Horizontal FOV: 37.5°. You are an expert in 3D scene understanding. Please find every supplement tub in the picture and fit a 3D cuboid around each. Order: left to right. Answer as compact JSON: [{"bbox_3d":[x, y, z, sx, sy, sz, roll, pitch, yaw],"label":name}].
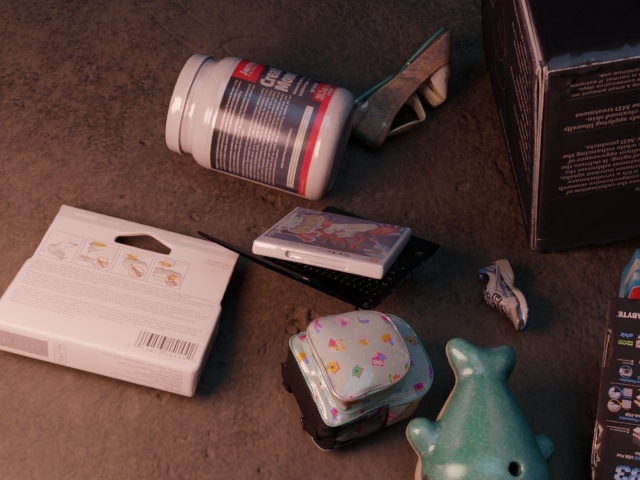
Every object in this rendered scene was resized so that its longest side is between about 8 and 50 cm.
[{"bbox_3d":[-0.095,-0.188,1.541,0.272,0.191,0.191,17,52,4],"label":"supplement tub"}]

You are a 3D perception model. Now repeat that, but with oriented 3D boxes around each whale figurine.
[{"bbox_3d":[0.223,0.258,1.243,0.216,0.141,0.271,12,68,-15],"label":"whale figurine"}]

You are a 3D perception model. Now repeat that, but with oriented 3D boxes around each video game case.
[{"bbox_3d":[0.022,-0.001,1.346,0.184,0.023,0.201,11,18,13],"label":"video game case"}]

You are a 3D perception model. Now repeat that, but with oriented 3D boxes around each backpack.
[{"bbox_3d":[0.060,0.181,1.315,0.189,0.144,0.165,-10,52,-26],"label":"backpack"}]

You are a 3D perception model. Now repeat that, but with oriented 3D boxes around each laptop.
[{"bbox_3d":[0.000,0.000,1.396,0.234,0.136,0.264,22,49,38],"label":"laptop"}]

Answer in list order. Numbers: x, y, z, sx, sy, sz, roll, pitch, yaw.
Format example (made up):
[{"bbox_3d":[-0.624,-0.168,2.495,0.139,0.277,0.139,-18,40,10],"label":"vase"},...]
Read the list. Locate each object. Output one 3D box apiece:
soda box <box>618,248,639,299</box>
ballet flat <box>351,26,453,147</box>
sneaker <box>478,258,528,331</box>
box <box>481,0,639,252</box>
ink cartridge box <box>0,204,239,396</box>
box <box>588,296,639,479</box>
[{"bbox_3d":[0.504,0.118,1.470,0.067,0.071,0.210,17,52,4],"label":"soda box"},{"bbox_3d":[0.165,-0.269,1.713,0.106,0.107,0.316,46,63,1],"label":"ballet flat"},{"bbox_3d":[0.284,0.091,1.479,0.058,0.052,0.135,-12,48,-5],"label":"sneaker"},{"bbox_3d":[0.427,-0.313,1.481,0.298,0.471,0.479,-8,59,4],"label":"box"},{"bbox_3d":[-0.289,0.082,1.384,0.296,0.066,0.261,14,40,2],"label":"ink cartridge box"},{"bbox_3d":[0.524,0.235,1.266,0.296,0.073,0.293,4,74,22],"label":"box"}]
